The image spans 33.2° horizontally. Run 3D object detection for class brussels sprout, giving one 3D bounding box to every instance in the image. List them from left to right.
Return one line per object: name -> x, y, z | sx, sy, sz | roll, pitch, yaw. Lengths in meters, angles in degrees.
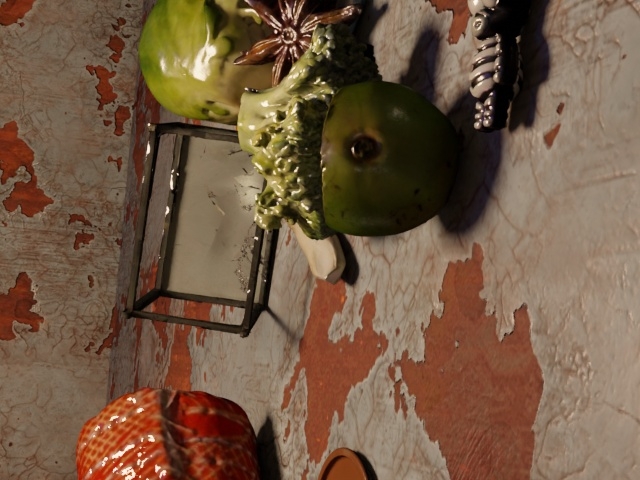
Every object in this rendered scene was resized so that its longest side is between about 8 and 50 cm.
brussels sprout -> -0.171, -0.353, 1.967 | 0.315, 0.276, 0.371 | -39, 38, 20

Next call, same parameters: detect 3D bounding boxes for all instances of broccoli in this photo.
broccoli -> -0.030, -0.153, 1.514 | 0.248, 0.246, 0.288 | 31, -109, -63

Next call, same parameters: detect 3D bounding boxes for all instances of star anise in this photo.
star anise -> -0.021, -0.322, 1.704 | 0.272, 0.102, 0.272 | 4, 96, 39

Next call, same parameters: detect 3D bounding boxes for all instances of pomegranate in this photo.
pomegranate -> 0.091, -0.079, 1.340 | 0.190, 0.159, 0.240 | -74, -14, -47

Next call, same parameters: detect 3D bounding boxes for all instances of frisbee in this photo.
frisbee -> 0.034, 0.422, 1.532 | 0.251, 0.021, 0.250 | -173, 90, -70

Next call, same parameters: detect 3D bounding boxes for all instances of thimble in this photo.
thimble -> -0.269, 0.442, 1.917 | 0.230, 0.350, 0.350 | -103, 27, -44

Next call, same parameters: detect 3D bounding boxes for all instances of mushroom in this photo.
mushroom -> 0.000, 0.000, 1.696 | 0.084, 0.071, 0.209 | -42, 38, 14

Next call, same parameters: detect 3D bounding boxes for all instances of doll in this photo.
doll -> 0.199, -0.232, 1.204 | 0.091, 0.067, 0.219 | 180, 98, -81

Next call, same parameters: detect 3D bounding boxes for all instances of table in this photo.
table -> -0.193, -0.028, 1.894 | 0.272, 0.222, 0.335 | -60, -22, -82

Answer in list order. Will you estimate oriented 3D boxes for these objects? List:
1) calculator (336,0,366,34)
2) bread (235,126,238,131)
calculator -> 0.032, -0.410, 1.769 | 0.121, 0.039, 0.210 | 116, 153, -42
bread -> -0.137, -0.159, 2.112 | 0.092, 0.074, 0.239 | 115, 160, -80
